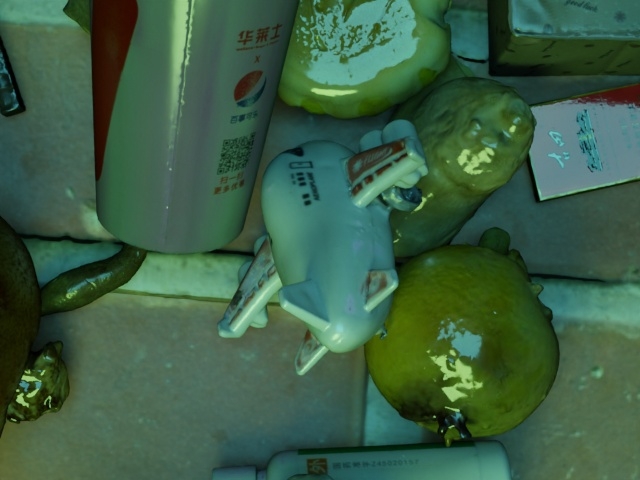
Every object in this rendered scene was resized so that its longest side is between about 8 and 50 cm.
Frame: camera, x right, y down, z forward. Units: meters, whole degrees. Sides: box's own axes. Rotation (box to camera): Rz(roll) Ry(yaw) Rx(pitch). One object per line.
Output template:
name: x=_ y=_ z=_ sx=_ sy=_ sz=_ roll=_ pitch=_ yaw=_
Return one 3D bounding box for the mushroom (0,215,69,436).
mushroom: x=-0.359 y=0.098 z=1.279 sx=0.278 sy=0.163 sz=0.297 roll=15 pitch=91 yaw=1

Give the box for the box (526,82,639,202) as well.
box: x=0.254 y=-0.091 z=1.379 sx=0.133 sy=0.023 sz=0.090 roll=-11 pitch=84 yaw=-2

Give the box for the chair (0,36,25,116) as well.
chair: x=-0.428 y=-0.301 z=1.296 sx=0.241 sy=0.203 sz=0.416 roll=-12 pitch=88 yaw=2

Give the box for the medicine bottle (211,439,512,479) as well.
medicine bottle: x=0.036 y=0.226 z=1.315 sx=0.260 sy=0.095 sz=0.095 roll=-1 pitch=86 yaw=-1

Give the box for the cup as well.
cup: x=-0.114 y=-0.145 z=1.250 sx=0.203 sy=0.203 sz=0.288 roll=8 pitch=120 yaw=-1

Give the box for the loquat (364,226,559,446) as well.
loquat: x=0.128 y=0.079 z=1.303 sx=0.172 sy=0.149 sz=0.204 roll=23 pitch=71 yaw=2

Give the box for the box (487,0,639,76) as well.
box: x=0.262 y=-0.303 z=1.314 sx=0.225 sy=0.190 sz=0.297 roll=0 pitch=87 yaw=-2

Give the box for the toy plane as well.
toy plane: x=0.003 y=0.002 z=1.273 sx=0.118 sy=0.252 sz=0.252 roll=32 pitch=85 yaw=-28

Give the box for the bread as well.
bread: x=0.021 y=-0.213 z=1.342 sx=0.213 sy=0.105 sz=0.213 roll=0 pitch=90 yaw=1

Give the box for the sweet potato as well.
sweet potato: x=-0.202 y=0.031 z=1.353 sx=0.153 sy=0.038 sz=0.041 roll=-35 pitch=110 yaw=-5

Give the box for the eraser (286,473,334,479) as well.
eraser: x=0.042 y=0.350 z=1.235 sx=0.290 sy=0.104 sz=0.189 roll=45 pitch=64 yaw=-23

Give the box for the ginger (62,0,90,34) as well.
ginger: x=-0.146 y=-0.294 z=1.333 sx=0.116 sy=0.109 sz=0.263 roll=16 pitch=96 yaw=-34

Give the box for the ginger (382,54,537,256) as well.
ginger: x=0.114 y=-0.062 z=1.332 sx=0.115 sy=0.122 sz=0.193 roll=29 pitch=92 yaw=-16
